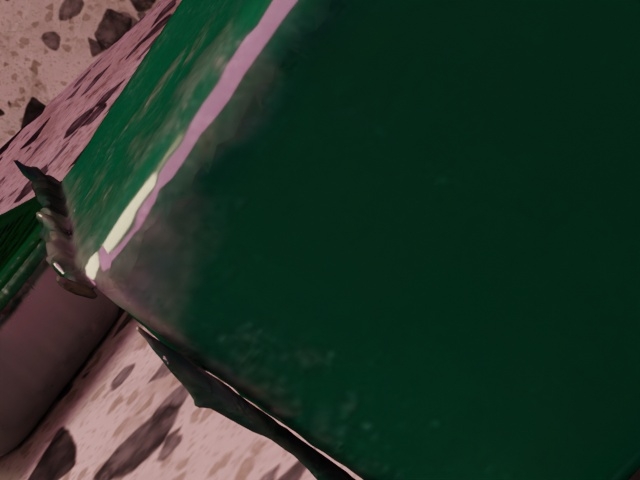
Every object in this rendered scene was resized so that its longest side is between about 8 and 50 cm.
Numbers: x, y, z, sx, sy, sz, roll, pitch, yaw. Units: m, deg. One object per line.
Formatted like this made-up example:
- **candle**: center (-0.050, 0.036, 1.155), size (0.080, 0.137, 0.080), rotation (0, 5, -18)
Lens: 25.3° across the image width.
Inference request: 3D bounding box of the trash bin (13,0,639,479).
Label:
- **trash bin**: center (0.080, -0.107, 0.479), size (0.381, 0.295, 0.259), rotation (-52, 17, 0)

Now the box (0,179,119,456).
- **box**: center (-0.276, 0.090, 1.137), size (0.264, 0.106, 0.337), rotation (-54, 18, -27)
